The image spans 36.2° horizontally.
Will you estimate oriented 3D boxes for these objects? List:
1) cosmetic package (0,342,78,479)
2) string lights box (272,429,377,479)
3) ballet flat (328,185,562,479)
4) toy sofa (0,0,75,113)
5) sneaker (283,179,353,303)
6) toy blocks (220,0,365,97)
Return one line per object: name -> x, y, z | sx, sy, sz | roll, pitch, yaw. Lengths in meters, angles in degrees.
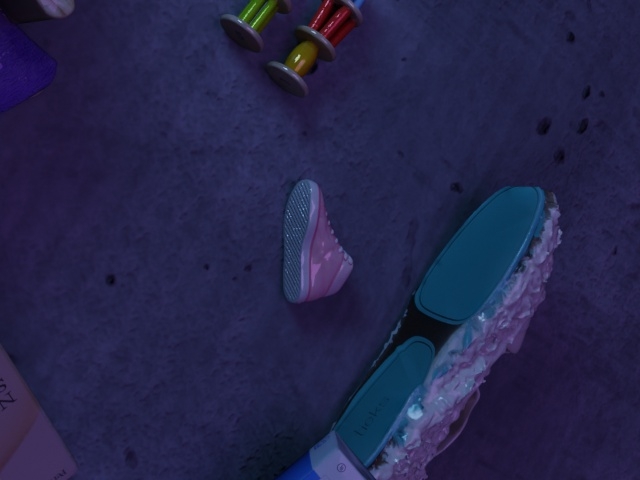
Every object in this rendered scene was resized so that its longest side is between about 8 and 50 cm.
cosmetic package -> -0.327, 0.119, 0.767 | 0.160, 0.113, 0.309 | -39, 141, -21
string lights box -> -0.043, 0.332, 1.003 | 0.259, 0.077, 0.133 | -39, 96, 1
ballet flat -> 0.154, 0.125, 1.129 | 0.147, 0.147, 0.409 | 38, 86, -31
toy sofa -> -0.365, -0.104, 0.754 | 0.362, 0.150, 0.177 | -40, 115, -20
sneaker -> 0.000, 0.000, 1.056 | 0.070, 0.051, 0.134 | -3, 103, -33
toy blocks -> -0.016, -0.241, 1.001 | 0.123, 0.054, 0.148 | 43, 76, -30
